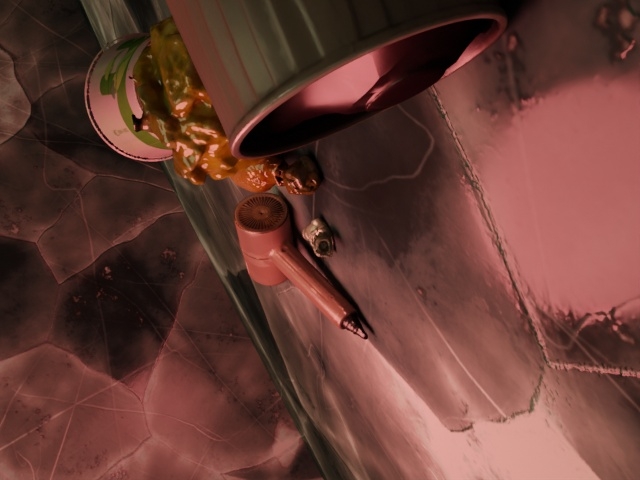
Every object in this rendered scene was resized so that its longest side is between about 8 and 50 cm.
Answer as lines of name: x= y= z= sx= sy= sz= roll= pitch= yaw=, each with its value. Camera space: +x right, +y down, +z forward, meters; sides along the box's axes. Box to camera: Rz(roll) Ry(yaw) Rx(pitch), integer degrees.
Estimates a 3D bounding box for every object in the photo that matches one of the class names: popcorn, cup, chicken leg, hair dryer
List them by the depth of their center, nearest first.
cup: x=-0.001 y=-0.221 z=0.422 sx=0.208 sy=0.288 sz=0.273 roll=-24 pitch=92 yaw=36
popcorn: x=-0.161 y=-0.198 z=0.798 sx=0.249 sy=0.225 sz=0.249 roll=47 pitch=163 yaw=20
chicken leg: x=-0.084 y=-0.121 z=0.923 sx=0.252 sy=0.087 sz=0.107 roll=27 pitch=151 yaw=52
cup: x=-0.278 y=-0.266 z=1.029 sx=0.274 sy=0.253 sz=0.253 roll=17 pitch=131 yaw=57
hair dryer: x=-0.032 y=0.076 z=1.045 sx=0.344 sy=0.107 sz=0.189 roll=44 pitch=155 yaw=31

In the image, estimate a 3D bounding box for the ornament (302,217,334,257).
ornament: x=-0.001 y=-0.002 z=0.923 sx=0.092 sy=0.041 sz=0.068 roll=133 pitch=115 yaw=-81
